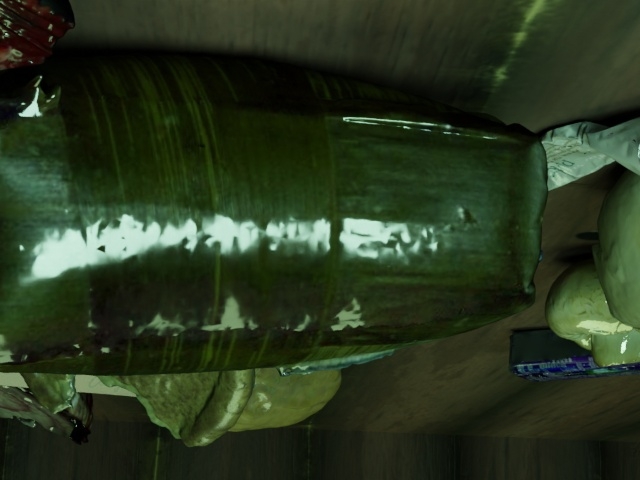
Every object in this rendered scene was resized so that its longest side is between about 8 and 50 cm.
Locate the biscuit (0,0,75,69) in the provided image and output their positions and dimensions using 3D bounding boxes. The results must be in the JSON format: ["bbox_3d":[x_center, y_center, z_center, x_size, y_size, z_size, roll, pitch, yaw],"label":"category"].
[{"bbox_3d":[-0.257,-0.127,0.778,0.235,0.063,0.151,-5,154,42],"label":"biscuit"}]

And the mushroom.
[{"bbox_3d":[0.300,0.071,1.393,0.148,0.112,0.148,-5,171,-1],"label":"mushroom"}]

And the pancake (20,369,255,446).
[{"bbox_3d":[-0.195,0.083,1.272,0.286,0.288,0.033,-48,176,36],"label":"pancake"}]

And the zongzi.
[{"bbox_3d":[-0.077,-0.018,0.989,0.403,0.208,0.432,-1,-179,-16],"label":"zongzi"}]

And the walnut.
[{"bbox_3d":[-0.075,0.097,1.381,0.245,0.198,0.198,11,163,-37],"label":"walnut"}]

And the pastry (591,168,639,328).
[{"bbox_3d":[0.346,0.006,1.094,0.264,0.133,0.265,-2,167,-1],"label":"pastry"}]

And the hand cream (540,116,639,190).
[{"bbox_3d":[0.195,-0.057,1.028,0.084,0.050,0.257,11,170,-26],"label":"hand cream"}]

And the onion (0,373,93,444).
[{"bbox_3d":[-0.409,0.121,1.655,0.314,0.146,0.280,15,152,29],"label":"onion"}]

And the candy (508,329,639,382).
[{"bbox_3d":[0.396,0.140,1.759,0.312,0.061,0.088,-8,162,32],"label":"candy"}]

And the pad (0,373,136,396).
[{"bbox_3d":[-0.215,0.097,1.517,0.299,0.005,0.202,8,123,-21],"label":"pad"}]
